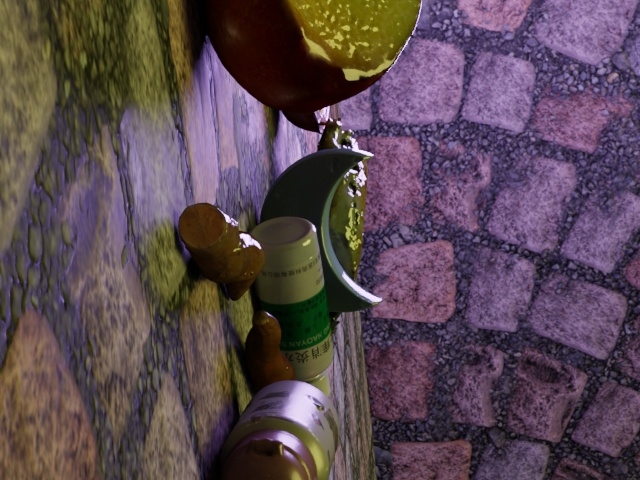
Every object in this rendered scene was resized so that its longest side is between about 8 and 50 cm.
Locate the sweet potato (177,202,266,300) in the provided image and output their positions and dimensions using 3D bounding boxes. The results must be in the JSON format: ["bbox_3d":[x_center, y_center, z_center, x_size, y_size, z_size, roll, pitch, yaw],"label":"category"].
[{"bbox_3d":[-0.093,0.017,1.303,0.281,0.059,0.067,51,44,-78],"label":"sweet potato"}]

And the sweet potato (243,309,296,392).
[{"bbox_3d":[-0.063,0.154,1.513,0.264,0.057,0.057,75,12,-61],"label":"sweet potato"}]

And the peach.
[{"bbox_3d":[-0.016,-0.261,1.412,0.245,0.249,0.274,114,-11,-51],"label":"peach"}]

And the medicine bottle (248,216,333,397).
[{"bbox_3d":[-0.035,0.099,1.646,0.095,0.095,0.260,-85,169,-59],"label":"medicine bottle"}]

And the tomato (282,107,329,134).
[{"bbox_3d":[-0.034,-0.278,1.998,0.225,0.085,0.225,0,90,-85],"label":"tomato"}]

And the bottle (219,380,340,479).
[{"bbox_3d":[-0.046,0.233,1.318,0.253,0.120,0.120,-51,136,-80],"label":"bottle"}]

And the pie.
[{"bbox_3d":[0.016,-0.011,1.985,0.288,0.103,0.354,-81,179,-62],"label":"pie"}]

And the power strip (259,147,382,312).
[{"bbox_3d":[0.000,0.000,1.699,0.054,0.168,0.253,-42,131,-74],"label":"power strip"}]
